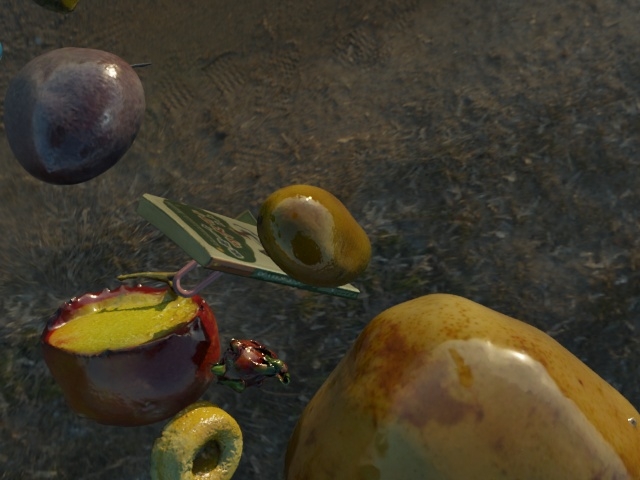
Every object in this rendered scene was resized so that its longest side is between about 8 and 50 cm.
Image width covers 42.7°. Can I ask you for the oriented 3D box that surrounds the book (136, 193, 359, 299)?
[{"bbox_3d":[-0.128,0.016,1.516,0.371,0.260,0.043,16,103,-45],"label":"book"}]

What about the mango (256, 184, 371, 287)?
[{"bbox_3d":[0.000,0.000,1.166,0.227,0.099,0.136,27,66,-50],"label":"mango"}]

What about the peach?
[{"bbox_3d":[-0.435,0.272,1.927,0.405,0.335,0.310,-11,125,-2],"label":"peach"}]

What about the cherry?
[{"bbox_3d":[-0.380,-0.197,1.265,0.183,0.213,0.266,62,31,-42],"label":"cherry"}]

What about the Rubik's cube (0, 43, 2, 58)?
[{"bbox_3d":[-0.444,-0.233,0.824,0.254,0.254,0.254,1,86,-17],"label":"Rubik's cube"}]

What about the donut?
[{"bbox_3d":[-0.203,0.365,1.385,0.178,0.065,0.162,-50,128,-32],"label":"donut"}]

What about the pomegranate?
[{"bbox_3d":[0.162,0.259,0.904,0.416,0.416,0.417,1,86,-17],"label":"pomegranate"}]

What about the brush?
[{"bbox_3d":[-0.224,0.041,1.790,0.233,0.047,0.103,-38,104,-16],"label":"brush"}]

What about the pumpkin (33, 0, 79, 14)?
[{"bbox_3d":[-0.430,-0.506,1.402,0.139,0.280,0.190,36,62,-40],"label":"pumpkin"}]

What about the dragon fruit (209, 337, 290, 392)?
[{"bbox_3d":[-0.152,0.278,1.840,0.175,0.138,0.142,10,42,6],"label":"dragon fruit"}]
